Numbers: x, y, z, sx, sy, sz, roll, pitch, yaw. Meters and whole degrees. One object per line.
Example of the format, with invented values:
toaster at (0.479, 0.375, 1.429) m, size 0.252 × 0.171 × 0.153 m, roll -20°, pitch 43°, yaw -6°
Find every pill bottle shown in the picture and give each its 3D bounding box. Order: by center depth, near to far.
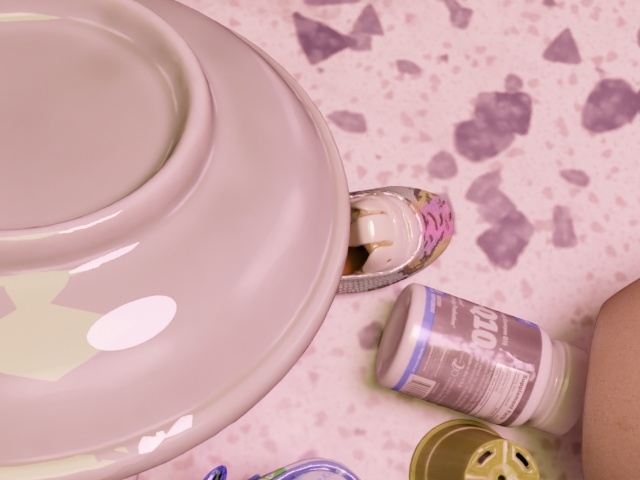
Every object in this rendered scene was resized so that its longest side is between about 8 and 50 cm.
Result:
pill bottle at (0.115, 0.087, 0.622) m, size 0.137 × 0.078 × 0.078 m, roll 19°, pitch 74°, yaw -5°

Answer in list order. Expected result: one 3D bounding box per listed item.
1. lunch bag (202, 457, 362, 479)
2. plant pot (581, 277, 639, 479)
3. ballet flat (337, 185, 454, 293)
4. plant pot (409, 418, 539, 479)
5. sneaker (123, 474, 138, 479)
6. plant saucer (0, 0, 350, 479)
lunch bag at (-0.056, 0.277, 0.517) m, size 0.303 × 0.115 × 0.243 m, roll -28°, pitch 76°, yaw -22°
plant pot at (0.276, 0.113, 0.569) m, size 0.190 × 0.284 × 0.284 m, roll 5°, pitch 73°, yaw 24°
ballet flat at (0.000, 0.000, 0.624) m, size 0.221 × 0.079 × 0.077 m, roll -8°, pitch 79°, yaw -12°
plant pot at (0.111, 0.164, 0.601) m, size 0.083 × 0.079 × 0.083 m, roll 2°, pitch 76°, yaw -9°
sneaker at (-0.257, 0.131, 0.529) m, size 0.296 × 0.112 × 0.131 m, roll 6°, pitch 76°, yaw -8°
plant saucer at (-0.173, -0.054, 0.524) m, size 0.400 × 0.101 × 0.401 m, roll 5°, pitch 53°, yaw -7°
